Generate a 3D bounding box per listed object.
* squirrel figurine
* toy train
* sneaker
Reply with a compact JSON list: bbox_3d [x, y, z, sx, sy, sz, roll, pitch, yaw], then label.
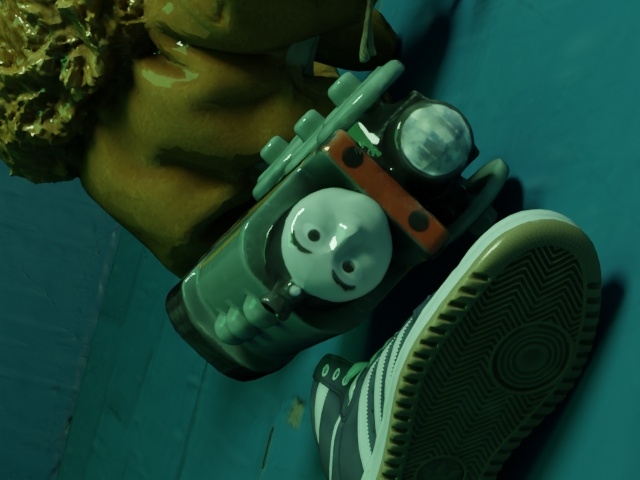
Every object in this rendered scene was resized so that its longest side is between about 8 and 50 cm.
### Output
[{"bbox_3d":[-0.122,-0.176,1.152,0.370,0.397,0.281,107,177,-57],"label":"squirrel figurine"},{"bbox_3d":[0.000,0.000,0.963,0.190,0.142,0.334,-49,6,-18],"label":"toy train"},{"bbox_3d":[0.068,0.076,0.826,0.153,0.099,0.282,-105,31,-57],"label":"sneaker"}]
